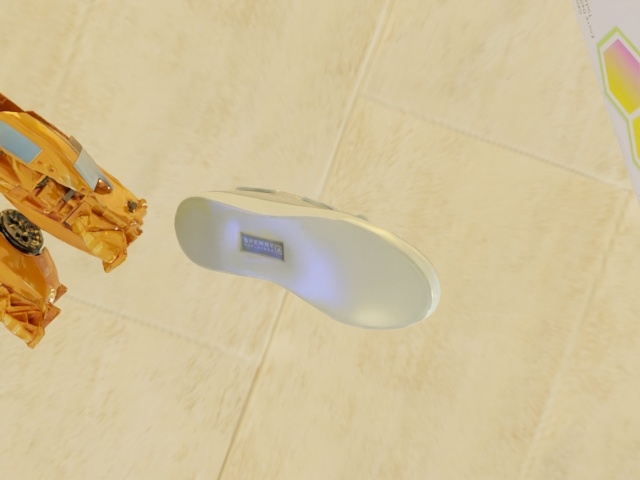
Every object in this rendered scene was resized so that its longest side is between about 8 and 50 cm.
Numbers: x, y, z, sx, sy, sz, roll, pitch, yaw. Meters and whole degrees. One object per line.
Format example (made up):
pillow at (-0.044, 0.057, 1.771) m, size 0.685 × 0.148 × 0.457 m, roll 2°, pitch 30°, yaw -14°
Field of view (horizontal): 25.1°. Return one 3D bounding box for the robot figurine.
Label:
robot figurine at (-0.283, -0.054, 1.052) m, size 0.291 × 0.085 × 0.211 m, roll 37°, pitch 117°, yaw -21°

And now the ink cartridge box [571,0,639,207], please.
ink cartridge box at (0.183, -0.071, 0.713) m, size 0.097 × 0.255 × 0.189 m, roll -19°, pitch 91°, yaw -16°

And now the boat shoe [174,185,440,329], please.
boat shoe at (0.000, 0.001, 1.064) m, size 0.227 × 0.081 × 0.079 m, roll 17°, pitch 116°, yaw 31°
